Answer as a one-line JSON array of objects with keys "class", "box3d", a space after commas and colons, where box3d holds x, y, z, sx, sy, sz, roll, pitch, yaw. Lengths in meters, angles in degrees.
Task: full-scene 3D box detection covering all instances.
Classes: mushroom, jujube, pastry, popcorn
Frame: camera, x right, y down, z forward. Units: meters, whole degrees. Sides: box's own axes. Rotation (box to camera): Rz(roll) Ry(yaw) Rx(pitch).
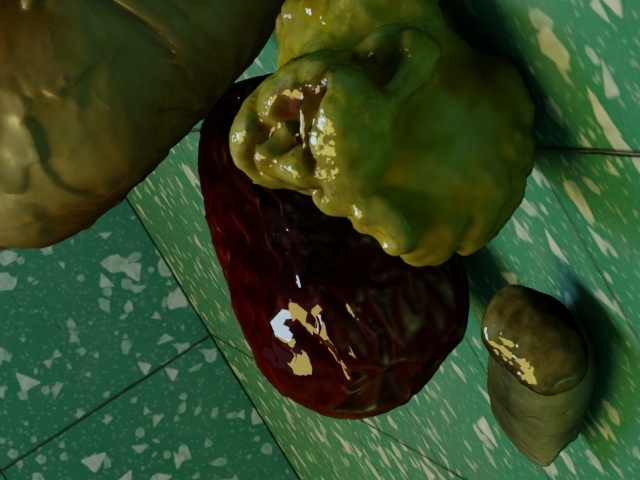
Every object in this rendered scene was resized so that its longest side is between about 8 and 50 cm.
[{"class": "mushroom", "box3d": [0.184, 0.115, 1.616, 0.100, 0.081, 0.312, 57, 174, 19]}, {"class": "jujube", "box3d": [0.000, 0.000, 1.772, 0.216, 0.216, 0.342, 79, 165, -64]}, {"class": "pastry", "box3d": [-0.216, -0.173, 1.715, 0.245, 0.409, 0.409, 44, 171, -7]}, {"class": "popcorn", "box3d": [0.035, -0.085, 1.364, 0.226, 0.203, 0.200, 68, 162, -6]}]
